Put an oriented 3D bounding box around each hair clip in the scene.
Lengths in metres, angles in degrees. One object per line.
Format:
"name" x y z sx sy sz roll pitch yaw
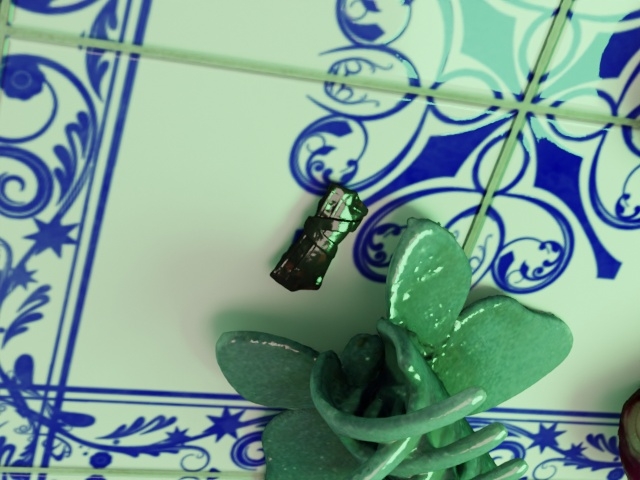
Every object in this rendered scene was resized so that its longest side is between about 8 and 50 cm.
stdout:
"hair clip" 0.093 0.191 1.253 0.392 0.238 0.318 -29 132 4

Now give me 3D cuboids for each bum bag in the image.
"bum bag" 0.000 0.001 1.227 0.058 0.034 0.124 21 116 -28

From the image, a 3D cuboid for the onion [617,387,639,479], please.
"onion" 0.485 0.265 1.441 0.256 0.272 0.230 -10 126 31
